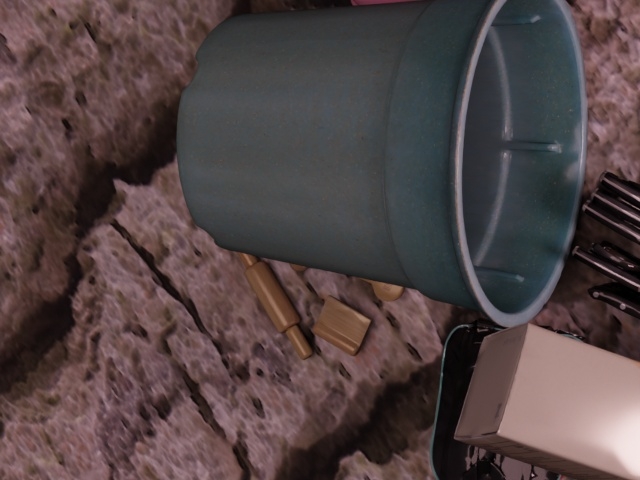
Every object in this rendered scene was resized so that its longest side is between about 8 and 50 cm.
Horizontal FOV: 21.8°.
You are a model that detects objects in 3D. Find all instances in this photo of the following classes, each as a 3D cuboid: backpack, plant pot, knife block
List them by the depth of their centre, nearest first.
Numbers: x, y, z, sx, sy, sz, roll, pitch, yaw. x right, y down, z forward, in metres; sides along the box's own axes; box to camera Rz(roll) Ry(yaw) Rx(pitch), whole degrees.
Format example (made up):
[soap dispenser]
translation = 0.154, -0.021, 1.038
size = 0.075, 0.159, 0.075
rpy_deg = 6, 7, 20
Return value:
[knife block]
translation = 0.401, 0.023, 1.662
size = 0.275, 0.088, 0.242
rpy_deg = -17, 87, 25
[plant pot]
translation = 0.058, -0.101, 1.686
size = 0.334, 0.341, 0.341
rpy_deg = 6, 96, 28
[backpack]
translation = 0.202, 0.193, 1.727
size = 0.166, 0.144, 0.188
rpy_deg = 6, 70, 22

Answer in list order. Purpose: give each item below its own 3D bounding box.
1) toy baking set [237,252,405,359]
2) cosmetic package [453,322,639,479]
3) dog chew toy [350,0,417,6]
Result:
[toy baking set]
translation = -0.004, 0.005, 1.884
size = 0.197, 0.030, 0.256
rpy_deg = -40, 77, 19
[cosmetic package]
translation = 0.302, 0.184, 1.584
size = 0.309, 0.160, 0.113
rpy_deg = 20, 79, -8
[dog chew toy]
translation = 0.128, -0.360, 1.706
size = 0.206, 0.206, 0.332
rpy_deg = 47, 129, 15
